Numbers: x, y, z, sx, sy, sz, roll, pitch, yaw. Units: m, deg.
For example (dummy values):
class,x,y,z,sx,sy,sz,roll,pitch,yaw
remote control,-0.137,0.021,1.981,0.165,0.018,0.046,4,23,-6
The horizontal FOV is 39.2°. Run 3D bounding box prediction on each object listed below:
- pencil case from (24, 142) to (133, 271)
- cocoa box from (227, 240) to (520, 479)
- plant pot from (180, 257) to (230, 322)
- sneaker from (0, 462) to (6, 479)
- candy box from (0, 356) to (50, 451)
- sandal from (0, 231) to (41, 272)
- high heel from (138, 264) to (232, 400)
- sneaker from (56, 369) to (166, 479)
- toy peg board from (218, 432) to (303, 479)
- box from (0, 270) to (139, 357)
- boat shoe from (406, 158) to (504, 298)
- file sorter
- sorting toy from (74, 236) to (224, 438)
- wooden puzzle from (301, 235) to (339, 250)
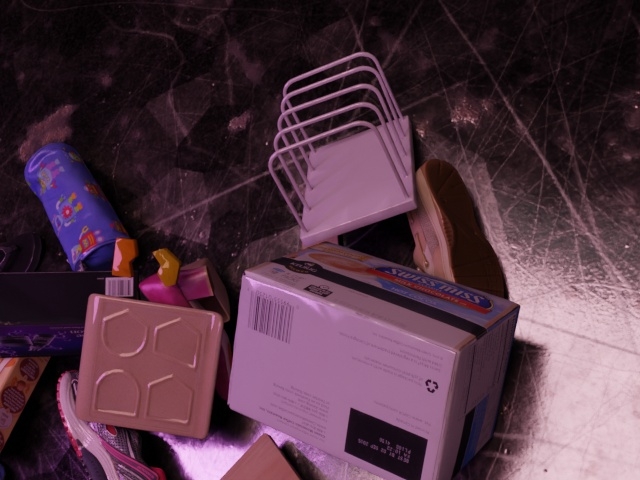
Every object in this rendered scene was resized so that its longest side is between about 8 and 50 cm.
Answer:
class,x,y,z,sx,sy,sz,roll,pitch,yaw
pencil case,-0.470,-0.051,1.745,0.133,0.119,0.306,-45,59,14
cocoa box,0.076,0.170,1.310,0.347,0.228,0.231,18,112,29
plant pot,-0.221,0.091,1.578,0.109,0.109,0.096,-22,22,15
sneaker,-0.674,0.423,1.661,0.221,0.087,0.083,14,76,28
candy box,-0.619,0.237,1.669,0.183,0.087,0.316,8,58,24
sandal,-0.673,0.066,1.822,0.254,0.054,0.097,-31,61,10
high heel,-0.218,0.163,1.506,0.117,0.082,0.244,-13,109,0
sneaker,-0.370,0.345,1.557,0.112,0.121,0.299,-25,56,-21
toy peg board,-0.085,0.423,1.421,0.161,0.079,0.160,-46,44,0
box,-0.445,0.131,1.562,0.261,0.184,0.103,-1,69,-10
boat shoe,0.204,0.020,1.440,0.098,0.109,0.302,-42,56,47
file sorter,0.035,-0.162,1.470,0.193,0.173,0.277,-18,32,16
sorting toy,-0.271,0.156,1.458,0.229,0.041,0.307,9,96,4
wooden puzzle,0.000,0.000,1.579,0.079,0.014,0.116,-8,67,26
